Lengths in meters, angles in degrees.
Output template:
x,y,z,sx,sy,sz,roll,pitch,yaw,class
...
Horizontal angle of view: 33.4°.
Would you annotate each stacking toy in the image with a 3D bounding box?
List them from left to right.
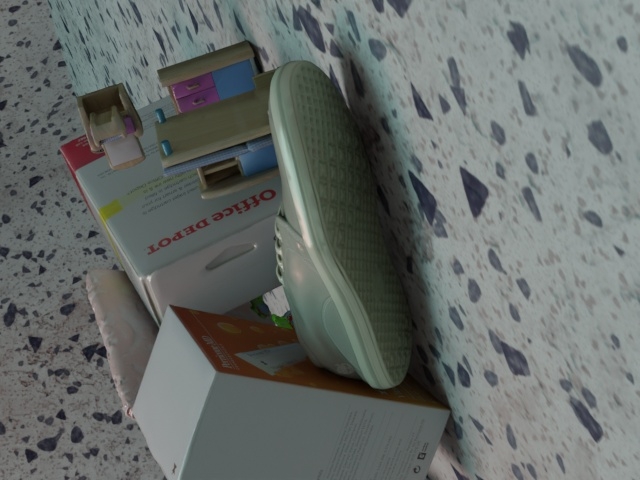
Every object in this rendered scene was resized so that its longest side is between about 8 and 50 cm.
x,y,z,sx,sy,sz,roll,pitch,yaw,class
-0.013,0.160,1.690,0.221,0.052,0.167,42,174,-22,stacking toy

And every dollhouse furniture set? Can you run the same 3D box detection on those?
x,y,z,sx,sy,sz,roll,pitch,yaw,class
-0.154,-0.099,1.430,0.303,0.286,0.198,-117,8,-60,dollhouse furniture set

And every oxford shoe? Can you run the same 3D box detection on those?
x,y,z,sx,sy,sz,roll,pitch,yaw,class
0.000,0.000,1.264,0.130,0.169,0.449,2,129,26,oxford shoe

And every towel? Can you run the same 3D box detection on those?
x,y,z,sx,sy,sz,roll,pitch,yaw,class
-0.197,0.168,1.704,0.053,0.317,0.332,-67,33,26,towel

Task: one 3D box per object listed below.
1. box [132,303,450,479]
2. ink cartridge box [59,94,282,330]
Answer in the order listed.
x,y,z,sx,sy,sz,roll,pitch,yaw,class
-0.042,0.227,1.414,0.215,0.345,0.168,39,112,59,box
-0.218,-0.057,1.738,0.385,0.279,0.160,51,162,43,ink cartridge box
